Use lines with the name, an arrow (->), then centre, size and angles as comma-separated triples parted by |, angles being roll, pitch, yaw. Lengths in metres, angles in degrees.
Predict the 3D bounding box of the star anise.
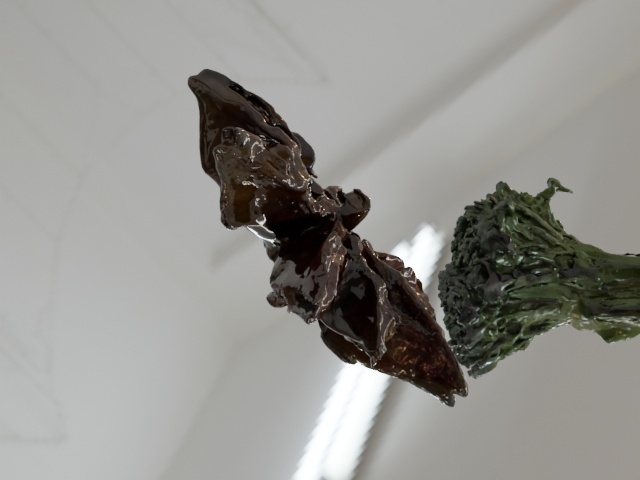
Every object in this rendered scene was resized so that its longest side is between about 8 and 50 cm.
star anise -> 0.000, 0.001, 1.267 | 0.088, 0.288, 0.288 | -36, -166, 11

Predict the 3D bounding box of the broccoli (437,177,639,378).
broccoli -> 0.253, 0.038, 1.598 | 0.304, 0.165, 0.145 | 1, -163, 3
